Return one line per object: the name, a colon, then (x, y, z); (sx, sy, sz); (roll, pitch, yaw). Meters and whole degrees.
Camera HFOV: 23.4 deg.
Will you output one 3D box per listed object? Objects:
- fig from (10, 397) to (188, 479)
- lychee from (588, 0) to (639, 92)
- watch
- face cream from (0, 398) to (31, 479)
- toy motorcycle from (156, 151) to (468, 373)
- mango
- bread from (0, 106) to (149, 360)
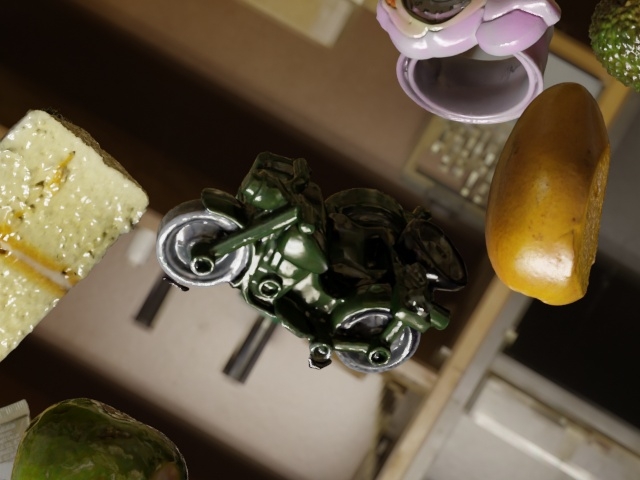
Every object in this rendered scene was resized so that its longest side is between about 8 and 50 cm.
fig: (-0.277, 0.321, 1.734); (0.206, 0.275, 0.206); (27, 173, 3)
lychee: (0.438, -0.266, 2.032); (0.171, 0.171, 0.171); (29, -171, -5)
watch: (0.215, -0.265, 1.958); (0.248, 0.210, 0.217); (-5, 144, 27)
face cream: (-0.437, 0.416, 2.295); (0.084, 0.137, 0.341); (-34, -77, -80)
toy motorcycle: (0.000, 0.000, 1.277); (0.275, 0.127, 0.205); (30, -152, -23)
mango: (0.201, -0.049, 1.365); (0.102, 0.217, 0.141); (9, 154, 10)
bread: (-0.409, -0.042, 1.940); (0.242, 0.345, 0.405); (38, -173, -31)
